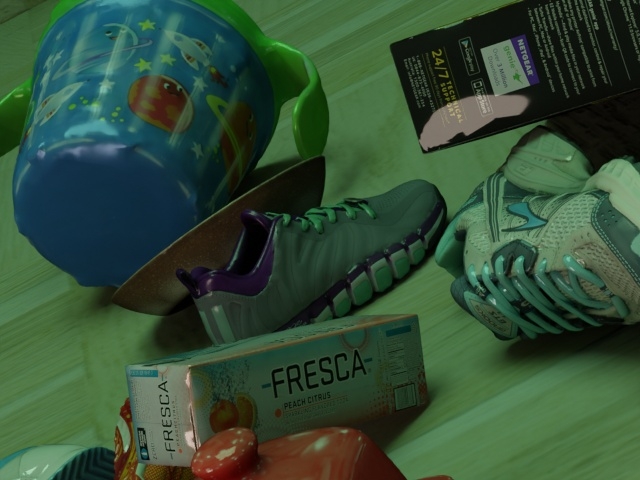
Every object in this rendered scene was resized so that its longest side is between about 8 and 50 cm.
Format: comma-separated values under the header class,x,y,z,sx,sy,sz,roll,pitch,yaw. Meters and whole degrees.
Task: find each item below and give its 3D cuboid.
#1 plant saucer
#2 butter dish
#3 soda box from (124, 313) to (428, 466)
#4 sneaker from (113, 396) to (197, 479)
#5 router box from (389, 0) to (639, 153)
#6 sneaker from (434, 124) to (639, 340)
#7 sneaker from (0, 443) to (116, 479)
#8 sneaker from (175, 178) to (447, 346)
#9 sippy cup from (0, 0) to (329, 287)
class,x,y,z,sx,sy,sz,roll,pitch,yaw
plant saucer,-0.069,0.005,1.242,0.198,0.036,0.198,-34,-3,-2
butter dish,-0.025,0.146,0.805,0.160,0.118,0.160,-19,21,20
soda box,-0.021,0.084,0.935,0.183,0.058,0.063,-9,3,-44
sneaker,-0.094,0.154,0.956,0.064,0.067,0.175,-44,23,40
router box,0.218,-0.147,1.134,0.243,0.081,0.309,-16,3,25
sneaker,0.149,0.020,0.955,0.122,0.110,0.283,-40,14,-2
sneaker,-0.220,0.202,0.971,0.229,0.087,0.092,-31,17,-36
sneaker,0.000,0.000,1.156,0.224,0.098,0.083,-40,24,-30
sippy cup,-0.163,-0.083,1.414,0.305,0.240,0.224,-41,21,33
